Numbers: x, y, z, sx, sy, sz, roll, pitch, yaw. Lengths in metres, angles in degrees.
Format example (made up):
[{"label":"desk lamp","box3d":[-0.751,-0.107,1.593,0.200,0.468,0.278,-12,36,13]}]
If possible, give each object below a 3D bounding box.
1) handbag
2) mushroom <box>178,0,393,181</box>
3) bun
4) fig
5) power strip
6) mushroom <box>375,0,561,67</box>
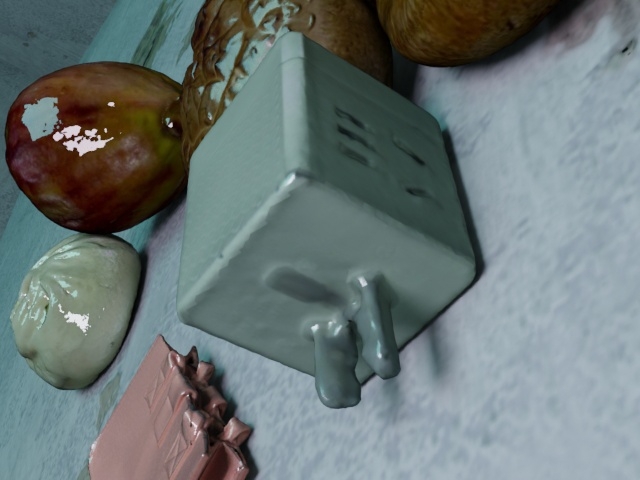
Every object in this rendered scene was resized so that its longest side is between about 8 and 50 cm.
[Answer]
[{"label":"handbag","box3d":[-0.129,0.183,0.723,0.157,0.059,0.212,-61,25,7]},{"label":"mushroom","box3d":[-0.038,-0.125,0.747,0.253,0.153,0.253,-170,90,-70]},{"label":"bun","box3d":[-0.332,0.087,1.155,0.231,0.133,0.231,-44,32,37]},{"label":"fig","box3d":[-0.270,-0.121,1.131,0.224,0.263,0.224,-9,-90,-89]},{"label":"power strip","box3d":[0.000,0.000,0.548,0.139,0.140,0.224,-46,28,30]},{"label":"mushroom","box3d":[0.086,-0.267,0.602,0.267,0.254,0.267,-52,-5,-6]}]
